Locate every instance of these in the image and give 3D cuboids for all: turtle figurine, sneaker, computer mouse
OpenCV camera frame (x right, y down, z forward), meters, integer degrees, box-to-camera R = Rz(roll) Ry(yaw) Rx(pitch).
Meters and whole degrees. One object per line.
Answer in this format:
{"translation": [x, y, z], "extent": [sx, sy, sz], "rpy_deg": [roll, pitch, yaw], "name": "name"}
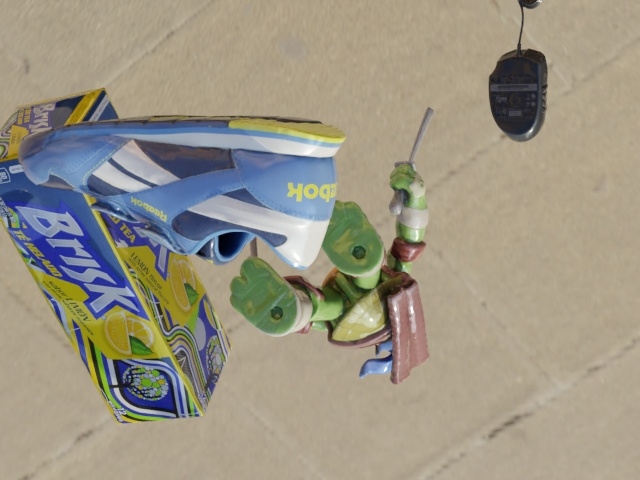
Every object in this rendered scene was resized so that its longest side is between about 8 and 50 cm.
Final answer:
{"translation": [0.000, 0.000, 1.352], "extent": [0.198, 0.266, 0.274], "rpy_deg": [-3, 86, 13], "name": "turtle figurine"}
{"translation": [-0.059, -0.020, 0.574], "extent": [0.144, 0.053, 0.059], "rpy_deg": [4, 101, 28], "name": "sneaker"}
{"translation": [0.243, -0.239, 1.739], "extent": [0.071, 0.041, 0.242], "rpy_deg": [6, 98, 31], "name": "computer mouse"}

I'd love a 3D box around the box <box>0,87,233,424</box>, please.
{"translation": [-0.105, 0.011, 0.728], "extent": [0.054, 0.059, 0.169], "rpy_deg": [-9, 124, 23], "name": "box"}
